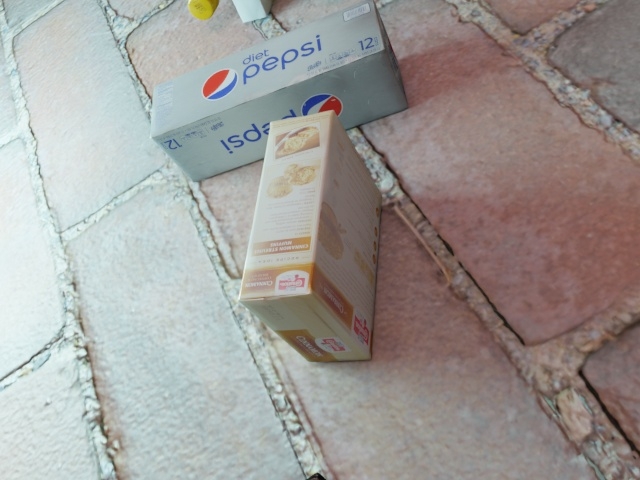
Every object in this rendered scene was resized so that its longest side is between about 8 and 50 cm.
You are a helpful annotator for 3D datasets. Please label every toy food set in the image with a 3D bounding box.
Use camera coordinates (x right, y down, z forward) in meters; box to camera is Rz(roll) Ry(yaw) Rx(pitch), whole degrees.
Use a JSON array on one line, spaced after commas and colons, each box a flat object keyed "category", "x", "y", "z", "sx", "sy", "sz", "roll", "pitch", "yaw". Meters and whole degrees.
[{"category": "toy food set", "x": -0.081, "y": -0.393, "z": 0.912, "sx": 0.232, "sy": 0.111, "sz": 0.104, "roll": -6, "pitch": 45, "yaw": 23}]

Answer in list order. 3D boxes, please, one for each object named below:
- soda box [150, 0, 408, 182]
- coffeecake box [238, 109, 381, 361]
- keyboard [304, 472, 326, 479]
[{"category": "soda box", "x": -0.051, "y": -0.169, "z": 0.758, "sx": 0.286, "sy": 0.098, "sz": 0.091, "roll": -18, "pitch": 55, "yaw": 15}, {"category": "coffeecake box", "x": 0.000, "y": 0.000, "z": 0.598, "sx": 0.068, "sy": 0.142, "sz": 0.185, "roll": -7, "pitch": 57, "yaw": 22}, {"category": "keyboard", "x": -0.062, "y": 0.264, "z": 0.537, "sx": 0.180, "sy": 0.023, "sz": 0.108, "roll": -34, "pitch": 58, "yaw": 1}]
